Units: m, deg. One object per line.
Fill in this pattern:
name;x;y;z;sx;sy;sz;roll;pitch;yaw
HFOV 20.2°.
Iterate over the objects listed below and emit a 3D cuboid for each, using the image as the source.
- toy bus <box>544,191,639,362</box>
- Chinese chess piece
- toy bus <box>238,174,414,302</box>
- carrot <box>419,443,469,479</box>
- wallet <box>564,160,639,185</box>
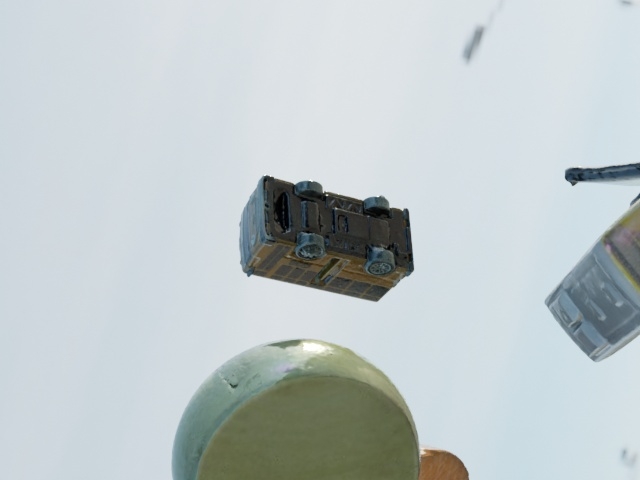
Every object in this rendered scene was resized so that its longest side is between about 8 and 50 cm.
toy bus;0.241;0.028;1.370;0.106;0.092;0.268;-38;-8;-8
Chinese chess piece;-0.024;0.219;1.793;0.101;0.250;0.250;-125;43;-65
toy bus;0.000;0.000;1.938;0.103;0.182;0.091;-46;39;48
carrot;0.057;0.352;2.021;0.307;0.100;0.258;-38;-43;-35
wallet;0.372;-0.071;1.634;0.146;0.285;0.030;4;-96;-42
